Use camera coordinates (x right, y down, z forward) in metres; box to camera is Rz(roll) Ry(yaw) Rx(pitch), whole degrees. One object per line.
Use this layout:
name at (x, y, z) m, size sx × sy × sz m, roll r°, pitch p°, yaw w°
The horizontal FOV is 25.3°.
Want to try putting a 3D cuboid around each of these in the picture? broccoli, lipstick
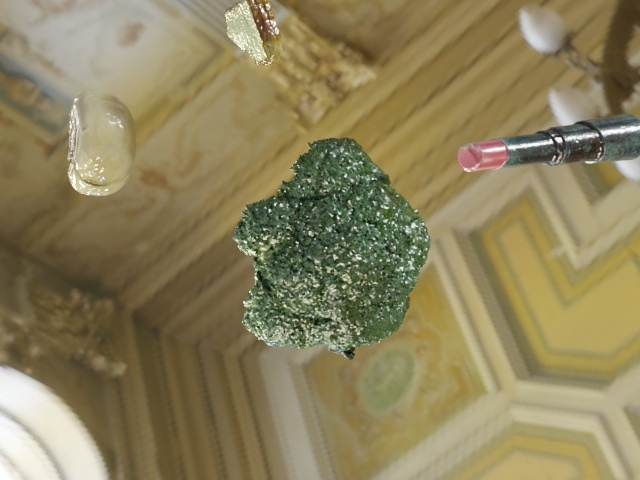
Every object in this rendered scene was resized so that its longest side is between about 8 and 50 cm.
broccoli at (0.000, 0.000, 1.780) m, size 0.269 × 0.254 × 0.269 m, roll -28°, pitch -123°, yaw 57°
lipstick at (0.248, -0.103, 1.548) m, size 0.053 × 0.234 × 0.053 m, roll 21°, pitch -65°, yaw 57°

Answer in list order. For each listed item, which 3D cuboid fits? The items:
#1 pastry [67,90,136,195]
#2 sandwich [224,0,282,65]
pastry at (-0.331, -0.146, 2.126) m, size 0.156 × 0.092 × 0.156 m, roll -177°, pitch -90°, yaw -65°
sandwich at (-0.095, -0.297, 2.041) m, size 0.093 × 0.036 × 0.104 m, roll -28°, pitch -98°, yaw 59°
